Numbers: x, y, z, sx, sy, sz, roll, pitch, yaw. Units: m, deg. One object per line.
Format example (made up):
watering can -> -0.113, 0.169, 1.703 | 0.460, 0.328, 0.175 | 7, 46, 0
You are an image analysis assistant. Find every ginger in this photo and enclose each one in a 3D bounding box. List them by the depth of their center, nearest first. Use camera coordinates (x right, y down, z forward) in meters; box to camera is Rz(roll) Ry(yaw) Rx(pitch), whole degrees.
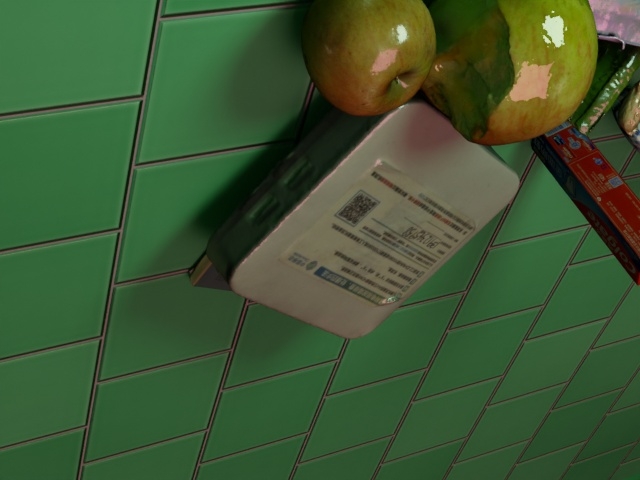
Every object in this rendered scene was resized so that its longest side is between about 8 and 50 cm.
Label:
ginger -> 0.597, -0.292, 1.949 | 0.333, 0.081, 0.148 | -35, 164, -19

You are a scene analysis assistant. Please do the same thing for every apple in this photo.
apple -> 0.059, -0.253, 1.529 | 0.182, 0.155, 0.182 | -34, 159, -15
apple -> 0.244, -0.261, 1.586 | 0.246, 0.246, 0.226 | -18, 137, -20

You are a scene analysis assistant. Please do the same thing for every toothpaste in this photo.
toothpaste -> 0.445, -0.075, 1.917 | 0.066, 0.320, 0.076 | -25, 146, -8

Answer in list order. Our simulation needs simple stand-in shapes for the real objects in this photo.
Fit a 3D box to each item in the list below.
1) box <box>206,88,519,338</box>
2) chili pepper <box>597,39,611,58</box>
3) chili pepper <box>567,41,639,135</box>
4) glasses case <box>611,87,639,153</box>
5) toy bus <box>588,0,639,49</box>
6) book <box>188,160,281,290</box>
box -> 0.071, -0.037, 1.811 | 0.396, 0.111, 0.396 | -45, 143, 13
chili pepper -> 0.504, -0.310, 1.908 | 0.208, 0.049, 0.043 | -16, 167, -26
chili pepper -> 0.495, -0.309, 1.830 | 0.359, 0.085, 0.076 | -45, 159, -1
glasses case -> 0.598, -0.175, 2.088 | 0.076, 0.125, 0.327 | -36, 148, 25
toy bus -> 0.481, -0.340, 1.724 | 0.316, 0.112, 0.138 | 6, 112, -25
book -> 0.000, 0.000, 1.927 | 0.379, 0.031, 0.264 | 11, 128, -46
